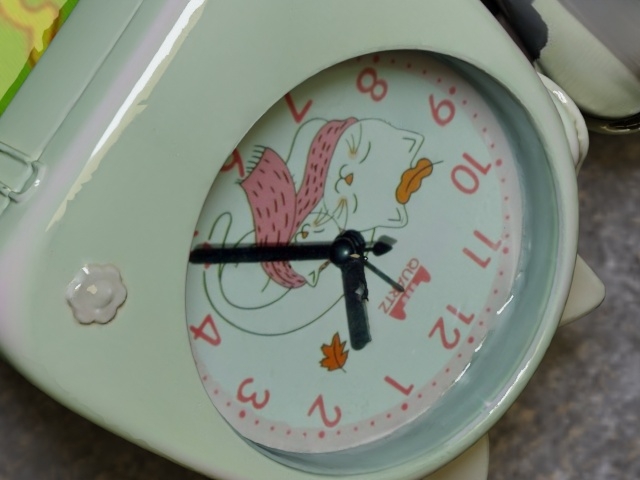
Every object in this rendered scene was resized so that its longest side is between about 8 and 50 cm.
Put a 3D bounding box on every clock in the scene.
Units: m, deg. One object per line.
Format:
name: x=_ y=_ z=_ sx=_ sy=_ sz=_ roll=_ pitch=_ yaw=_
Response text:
clock: x=0.000 y=0.000 z=0.962 sx=0.324 sy=0.108 sz=0.265 roll=38 pitch=82 yaw=-34

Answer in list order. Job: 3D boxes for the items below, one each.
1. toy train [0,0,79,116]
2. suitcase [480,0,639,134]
toy train: x=-0.173 y=-0.139 z=1.001 sx=0.307 sy=0.173 sz=0.249 roll=-34 pitch=95 yaw=-19
suitcase: x=0.183 y=-0.267 z=1.080 sx=0.339 sy=0.194 sz=0.351 roll=-35 pitch=90 yaw=6
